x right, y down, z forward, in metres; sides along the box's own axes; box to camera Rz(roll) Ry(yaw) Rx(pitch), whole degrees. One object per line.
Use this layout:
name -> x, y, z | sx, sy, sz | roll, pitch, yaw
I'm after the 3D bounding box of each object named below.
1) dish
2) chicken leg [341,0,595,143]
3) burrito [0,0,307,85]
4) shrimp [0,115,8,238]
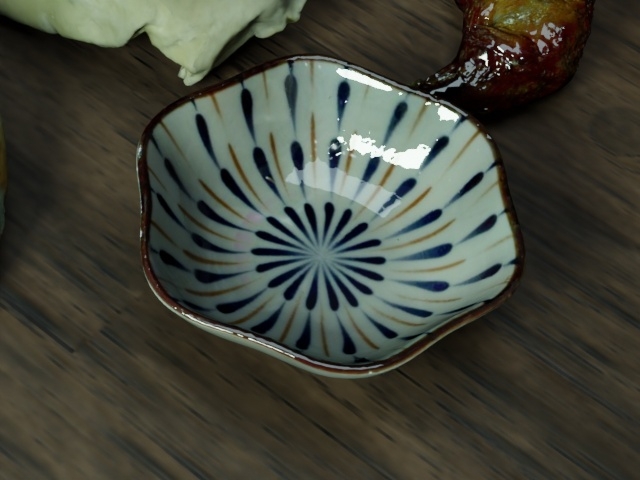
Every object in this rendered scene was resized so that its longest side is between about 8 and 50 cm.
dish -> 0.000, 0.000, 0.692 | 0.191, 0.066, 0.190 | 5, 52, -6
chicken leg -> 0.095, -0.117, 0.818 | 0.106, 0.051, 0.253 | 24, 51, 19
burrito -> -0.151, -0.223, 0.779 | 0.332, 0.135, 0.190 | 23, 76, 11
shrimp -> -0.237, -0.037, 0.677 | 0.185, 0.068, 0.287 | -19, 76, -29
